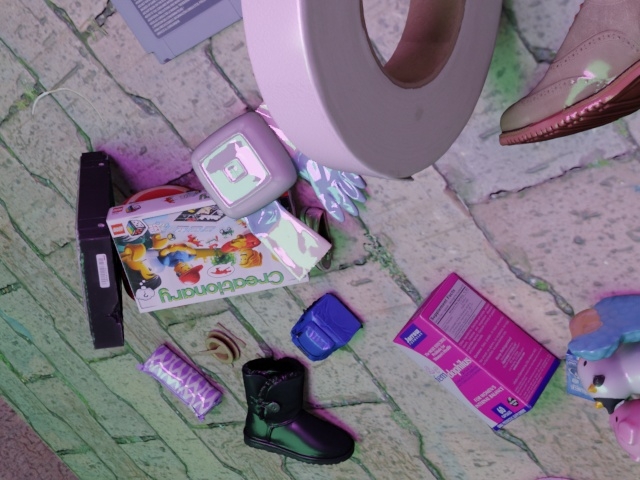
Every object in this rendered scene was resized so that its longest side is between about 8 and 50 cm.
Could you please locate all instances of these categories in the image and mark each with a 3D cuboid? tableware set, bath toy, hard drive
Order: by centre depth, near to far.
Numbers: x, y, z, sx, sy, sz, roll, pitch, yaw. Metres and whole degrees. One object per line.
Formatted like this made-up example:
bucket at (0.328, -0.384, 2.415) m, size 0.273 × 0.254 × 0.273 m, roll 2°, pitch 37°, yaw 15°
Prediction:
bath toy at (0.463, 0.244, 1.249) m, size 0.151 × 0.129 × 0.348 m, roll -12°, pitch 119°, yaw 44°
hard drive at (-0.409, 0.009, 1.659) m, size 0.064 × 0.339 × 0.236 m, roll -5°, pitch 123°, yaw -10°
tableware set at (-0.178, 0.273, 1.939) m, size 0.194 × 0.039 × 0.128 m, roll 38°, pitch 143°, yaw 6°

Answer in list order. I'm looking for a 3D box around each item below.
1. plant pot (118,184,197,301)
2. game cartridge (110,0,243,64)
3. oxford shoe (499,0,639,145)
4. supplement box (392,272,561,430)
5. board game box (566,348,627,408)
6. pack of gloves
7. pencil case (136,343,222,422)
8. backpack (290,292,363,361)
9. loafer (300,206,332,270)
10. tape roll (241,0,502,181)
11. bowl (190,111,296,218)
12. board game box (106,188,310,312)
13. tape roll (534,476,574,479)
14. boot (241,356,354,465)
plant pot at (-0.282, 0.002, 1.646) m, size 0.191 × 0.191 × 0.174 m, roll 18°, pitch 129°, yaw 30°
game cartridge at (-0.204, -0.385, 1.296) m, size 0.297 × 0.062 × 0.198 m, roll -13°, pitch 113°, yaw 48°
oxford shoe at (0.315, -0.205, 0.980) m, size 0.348 × 0.123 × 0.130 m, roll -29°, pitch 78°, yaw 53°
supplement box at (0.241, 0.174, 1.399) m, size 0.220 × 0.114 × 0.111 m, roll 41°, pitch 144°, yaw 5°
board game box at (0.417, 0.209, 1.348) m, size 0.090 × 0.020 × 0.090 m, roll 14°, pitch 136°, yaw 32°
pack of gloves at (-0.052, -0.084, 1.422) m, size 0.232 × 0.046 × 0.195 m, roll 43°, pitch 109°, yaw 2°
pencil case at (-0.328, 0.337, 2.100) m, size 0.206 × 0.088 × 0.086 m, roll 39°, pitch 141°, yaw 6°
backpack at (-0.004, 0.166, 1.625) m, size 0.098 × 0.101 × 0.120 m, roll 49°, pitch 147°, yaw 2°
loafer at (0.000, 0.000, 1.503) m, size 0.039 × 0.045 × 0.125 m, roll 4°, pitch 126°, yaw 32°
tape roll at (0.070, -0.255, 0.893) m, size 0.072 × 0.392 × 0.392 m, roll 12°, pitch 134°, yaw 34°
bowl at (-0.125, -0.111, 1.383) m, size 0.142 × 0.053 × 0.142 m, roll -32°, pitch 95°, yaw 18°
board game box at (-0.185, 0.007, 1.514) m, size 0.305 × 0.053 × 0.193 m, roll -11°, pitch 121°, yaw 3°
tape roll at (0.461, 0.555, 1.588) m, size 0.286 × 0.100 × 0.286 m, roll 25°, pitch 140°, yaw 22°
boot at (-0.045, 0.348, 1.840) m, size 0.247 × 0.094 × 0.207 m, roll 9°, pitch 121°, yaw 9°
